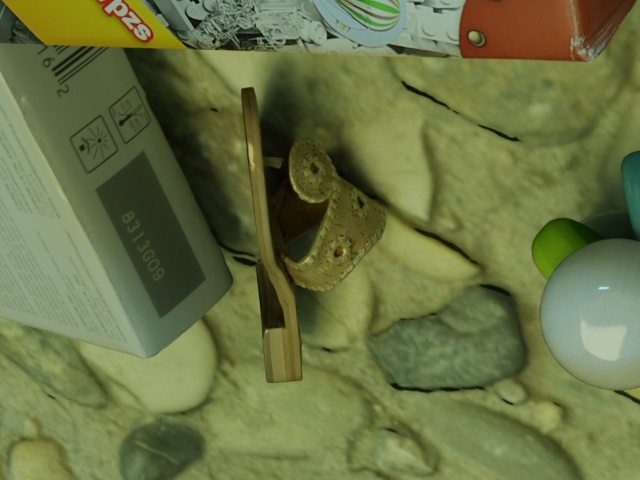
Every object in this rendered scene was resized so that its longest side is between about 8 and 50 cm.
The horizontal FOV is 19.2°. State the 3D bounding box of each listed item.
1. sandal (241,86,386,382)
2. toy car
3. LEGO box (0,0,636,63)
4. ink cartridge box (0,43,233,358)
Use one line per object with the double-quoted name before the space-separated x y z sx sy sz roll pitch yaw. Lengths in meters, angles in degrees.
"sandal" -0.001 -0.005 1.121 0.079 0.088 0.240 -5 139 -2
"toy car" 0.201 0.024 0.965 0.182 0.159 0.136 32 103 5
"LEGO box" -0.070 -0.334 0.763 0.373 0.193 0.500 5 129 30
"ink cartridge box" -0.256 -0.096 1.209 0.385 0.091 0.308 12 136 47
